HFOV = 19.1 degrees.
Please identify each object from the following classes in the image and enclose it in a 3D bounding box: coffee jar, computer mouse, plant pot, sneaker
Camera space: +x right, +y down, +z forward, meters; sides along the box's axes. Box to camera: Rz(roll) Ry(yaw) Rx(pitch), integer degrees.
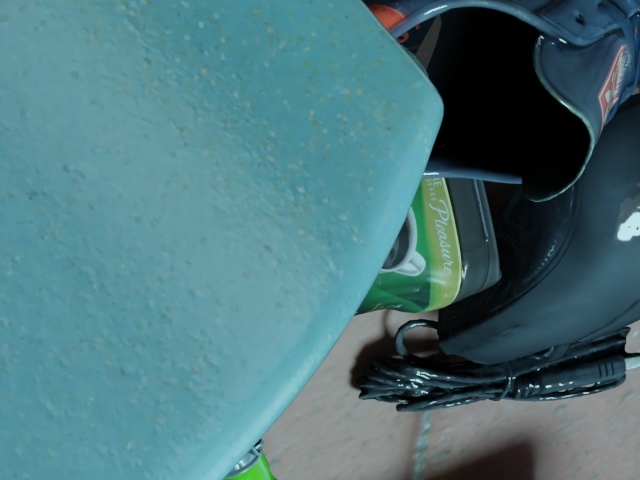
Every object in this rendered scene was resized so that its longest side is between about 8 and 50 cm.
[{"bbox_3d":[0.000,0.000,0.958,0.184,0.079,0.096,-11,88,-26],"label":"coffee jar"},{"bbox_3d":[0.147,0.026,1.043,0.188,0.072,0.272,-6,147,-26],"label":"computer mouse"},{"bbox_3d":[-0.098,-0.016,0.724,0.252,0.247,0.248,-40,180,-9],"label":"plant pot"},{"bbox_3d":[0.125,-0.100,0.917,0.350,0.148,0.131,-23,135,-16],"label":"sneaker"}]

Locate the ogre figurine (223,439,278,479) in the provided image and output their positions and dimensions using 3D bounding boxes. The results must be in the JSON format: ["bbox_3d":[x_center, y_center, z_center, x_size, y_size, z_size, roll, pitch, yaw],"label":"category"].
[{"bbox_3d":[-0.086,0.173,1.057,0.118,0.097,0.197,36,86,-28],"label":"ogre figurine"}]
